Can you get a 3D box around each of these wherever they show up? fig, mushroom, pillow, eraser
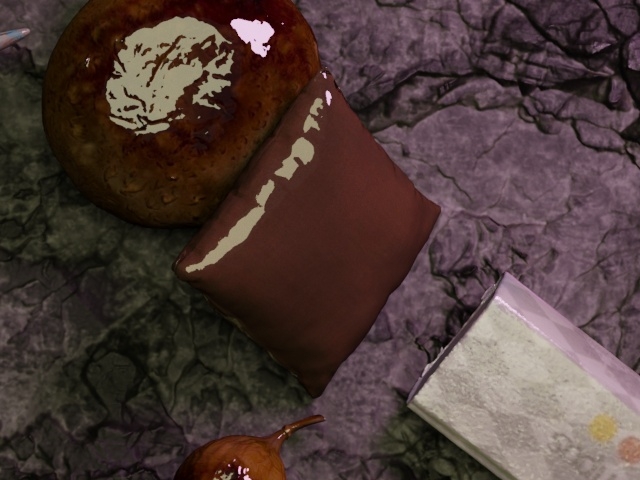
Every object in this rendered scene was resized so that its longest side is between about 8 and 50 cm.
[{"bbox_3d":[-0.085,0.273,1.731,0.146,0.133,0.201,51,53,-26],"label":"fig"},{"bbox_3d":[-0.167,-0.172,1.734,0.345,0.239,0.345,2,100,10],"label":"mushroom"},{"bbox_3d":[0.000,0.000,1.725,0.305,0.108,0.308,-54,132,-12],"label":"pillow"},{"bbox_3d":[0.325,0.242,1.788,0.397,0.082,0.213,38,92,-1],"label":"eraser"}]

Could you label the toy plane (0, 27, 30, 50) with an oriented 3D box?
[{"bbox_3d":[-0.511,-0.193,1.743,0.326,0.104,0.223,-23,86,-15],"label":"toy plane"}]
